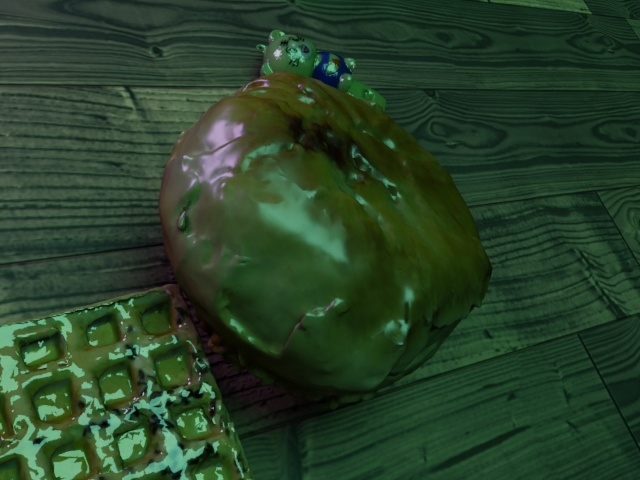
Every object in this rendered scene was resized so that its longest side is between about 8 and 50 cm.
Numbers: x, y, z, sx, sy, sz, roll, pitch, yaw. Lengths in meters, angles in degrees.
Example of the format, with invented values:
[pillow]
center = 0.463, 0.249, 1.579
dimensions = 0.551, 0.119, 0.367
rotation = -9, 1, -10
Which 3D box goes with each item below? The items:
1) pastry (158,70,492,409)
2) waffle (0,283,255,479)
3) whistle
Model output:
[pastry]
center = 0.000, 0.000, 0.770
dimensions = 0.410, 0.245, 0.409
rotation = 28, 38, -24
[waffle]
center = -0.265, 0.192, 0.602
dimensions = 0.377, 0.114, 0.260
rotation = -12, 65, -35
[whistle]
center = 0.003, -0.253, 1.055
dimensions = 0.228, 0.085, 0.105
rotation = 21, 57, -17
